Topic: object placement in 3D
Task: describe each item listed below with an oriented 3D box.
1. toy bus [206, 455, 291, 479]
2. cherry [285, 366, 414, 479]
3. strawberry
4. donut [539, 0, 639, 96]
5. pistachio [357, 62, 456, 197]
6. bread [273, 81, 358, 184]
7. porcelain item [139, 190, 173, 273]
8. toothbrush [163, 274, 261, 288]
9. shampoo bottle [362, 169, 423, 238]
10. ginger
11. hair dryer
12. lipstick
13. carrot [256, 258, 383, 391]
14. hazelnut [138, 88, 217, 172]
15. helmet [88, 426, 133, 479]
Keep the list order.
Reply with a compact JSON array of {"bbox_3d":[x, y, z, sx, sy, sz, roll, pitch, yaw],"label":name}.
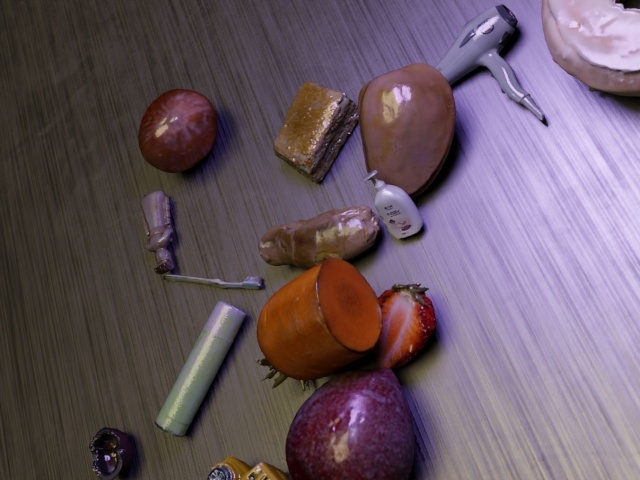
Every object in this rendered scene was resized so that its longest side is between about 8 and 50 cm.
[{"bbox_3d":[-0.073,0.527,1.686,0.123,0.121,0.335,-48,53,-1],"label":"toy bus"},{"bbox_3d":[0.058,0.359,1.611,0.230,0.203,0.300,5,63,43],"label":"cherry"},{"bbox_3d":[0.161,0.169,1.684,0.146,0.082,0.187,42,114,58],"label":"strawberry"},{"bbox_3d":[0.552,-0.413,1.590,0.307,0.150,0.371,-17,64,29],"label":"donut"},{"bbox_3d":[0.174,-0.214,1.766,0.213,0.163,0.260,-7,91,43],"label":"pistachio"},{"bbox_3d":[-0.014,-0.239,1.938,0.138,0.102,0.196,34,95,40],"label":"bread"},{"bbox_3d":[-0.383,-0.014,2.132,0.084,0.054,0.213,-31,58,24],"label":"porcelain item"},{"bbox_3d":[-0.249,0.093,2.021,0.294,0.026,0.028,-1,54,33],"label":"toothbrush"},{"bbox_3d":[0.139,-0.076,1.745,0.077,0.152,0.045,-17,28,32],"label":"shampoo bottle"},{"bbox_3d":[0.000,0.000,1.837,0.263,0.109,0.116,-10,95,32],"label":"ginger"},{"bbox_3d":[0.310,-0.308,1.772,0.229,0.092,0.267,-23,71,34],"label":"hair dryer"},{"bbox_3d":[-0.260,0.278,1.930,0.076,0.076,0.304,25,87,37],"label":"lipstick"},{"bbox_3d":[-0.010,0.163,1.695,0.331,0.214,0.193,-36,63,47],"label":"carrot"},{"bbox_3d":[-0.336,-0.260,2.104,0.176,0.214,0.214,28,89,-4],"label":"hazelnut"},{"bbox_3d":[-0.458,0.477,1.992,0.098,0.070,0.123,-37,63,25],"label":"helmet"}]
